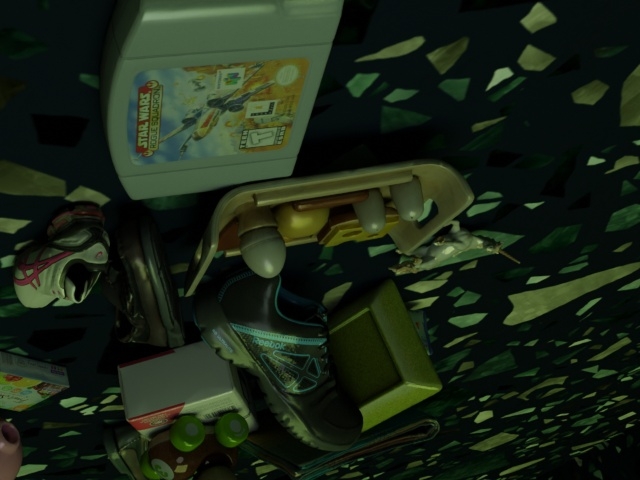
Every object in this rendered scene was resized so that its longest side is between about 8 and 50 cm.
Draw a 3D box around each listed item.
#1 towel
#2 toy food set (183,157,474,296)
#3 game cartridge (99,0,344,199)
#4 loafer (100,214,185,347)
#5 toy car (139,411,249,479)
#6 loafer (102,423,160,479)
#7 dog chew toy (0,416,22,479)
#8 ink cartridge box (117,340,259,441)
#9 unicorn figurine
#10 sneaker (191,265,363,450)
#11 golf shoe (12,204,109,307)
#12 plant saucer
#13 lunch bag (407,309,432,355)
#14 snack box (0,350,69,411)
[{"bbox_3d":[0.003,0.325,1.596,0.271,0.040,0.370,-14,-175,-25],"label":"towel"},{"bbox_3d":[0.000,0.000,1.079,0.306,0.092,0.220,-9,165,-18],"label":"toy food set"},{"bbox_3d":[-0.102,-0.136,0.855,0.198,0.062,0.297,-12,154,-19],"label":"game cartridge"},{"bbox_3d":[-0.225,0.068,1.123,0.095,0.109,0.302,-10,156,-6],"label":"loafer"},{"bbox_3d":[-0.183,0.385,1.433,0.149,0.188,0.155,3,147,-34],"label":"toy car"},{"bbox_3d":[-0.330,0.408,1.738,0.084,0.096,0.267,-22,152,-4],"label":"loafer"},{"bbox_3d":[-0.591,0.372,1.402,0.332,0.207,0.206,-34,150,14],"label":"dog chew toy"},{"bbox_3d":[-0.208,0.259,1.502,0.172,0.100,0.237,-16,154,-1],"label":"ink cartridge box"},{"bbox_3d":[0.184,0.010,1.314,0.162,0.060,0.111,-15,160,34],"label":"unicorn figurine"},{"bbox_3d":[-0.026,0.170,1.293,0.139,0.125,0.341,-35,120,12],"label":"sneaker"},{"bbox_3d":[-0.296,0.039,1.040,0.067,0.086,0.186,3,149,-38],"label":"golf shoe"},{"bbox_3d":[0.068,0.182,1.413,0.188,0.188,0.045,-36,159,33],"label":"plant saucer"},{"bbox_3d":[0.087,0.170,1.527,0.151,0.096,0.128,-20,160,39],"label":"lunch bag"},{"bbox_3d":[-0.447,0.204,1.323,0.100,0.037,0.141,-25,153,19],"label":"snack box"}]
